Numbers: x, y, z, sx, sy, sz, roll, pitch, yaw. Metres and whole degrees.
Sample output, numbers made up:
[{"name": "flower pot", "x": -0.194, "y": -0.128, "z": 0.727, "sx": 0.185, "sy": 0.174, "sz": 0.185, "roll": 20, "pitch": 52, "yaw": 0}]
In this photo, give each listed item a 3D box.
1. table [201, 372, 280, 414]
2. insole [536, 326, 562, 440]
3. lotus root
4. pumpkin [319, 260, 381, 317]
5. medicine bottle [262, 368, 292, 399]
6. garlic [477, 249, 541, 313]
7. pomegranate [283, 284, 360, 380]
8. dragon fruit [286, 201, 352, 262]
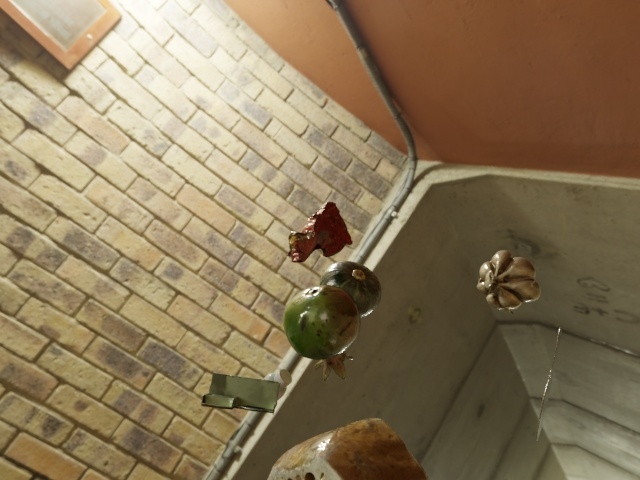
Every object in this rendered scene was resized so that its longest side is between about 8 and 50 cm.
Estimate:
[{"name": "table", "x": -0.165, "y": 0.328, "z": 0.937, "sx": 0.146, "sy": 0.062, "sz": 0.175, "roll": 8, "pitch": -17, "yaw": -1}, {"name": "insole", "x": 0.469, "y": 0.289, "z": 0.886, "sx": 0.005, "sy": 0.253, "sz": 0.086, "roll": 10, "pitch": -37, "yaw": 34}, {"name": "lotus root", "x": 0.020, "y": 0.211, "z": 0.343, "sx": 0.122, "sy": 0.112, "sz": 0.081, "roll": -35, "pitch": -27, "yaw": 32}, {"name": "pumpkin", "x": 0.077, "y": 0.129, "z": 1.137, "sx": 0.167, "sy": 0.167, "sz": 0.125, "roll": 36, "pitch": -57, "yaw": -8}, {"name": "medicine bottle", "x": -0.146, "y": 0.460, "z": 1.366, "sx": 0.074, "sy": 0.118, "sz": 0.055, "roll": 42, "pitch": 23, "yaw": -6}, {"name": "garlic", "x": 0.392, "y": 0.081, "z": 0.932, "sx": 0.194, "sy": 0.127, "sz": 0.131, "roll": 25, "pitch": 35, "yaw": -47}, {"name": "pomegranate", "x": 0.012, "y": 0.213, "z": 0.999, "sx": 0.182, "sy": 0.182, "sz": 0.224, "roll": 10, "pitch": -54, "yaw": 53}, {"name": "dragon fruit", "x": -0.015, "y": 0.003, "z": 1.049, "sx": 0.092, "sy": 0.192, "sz": 0.122, "roll": -22, "pitch": -73, "yaw": 42}]
